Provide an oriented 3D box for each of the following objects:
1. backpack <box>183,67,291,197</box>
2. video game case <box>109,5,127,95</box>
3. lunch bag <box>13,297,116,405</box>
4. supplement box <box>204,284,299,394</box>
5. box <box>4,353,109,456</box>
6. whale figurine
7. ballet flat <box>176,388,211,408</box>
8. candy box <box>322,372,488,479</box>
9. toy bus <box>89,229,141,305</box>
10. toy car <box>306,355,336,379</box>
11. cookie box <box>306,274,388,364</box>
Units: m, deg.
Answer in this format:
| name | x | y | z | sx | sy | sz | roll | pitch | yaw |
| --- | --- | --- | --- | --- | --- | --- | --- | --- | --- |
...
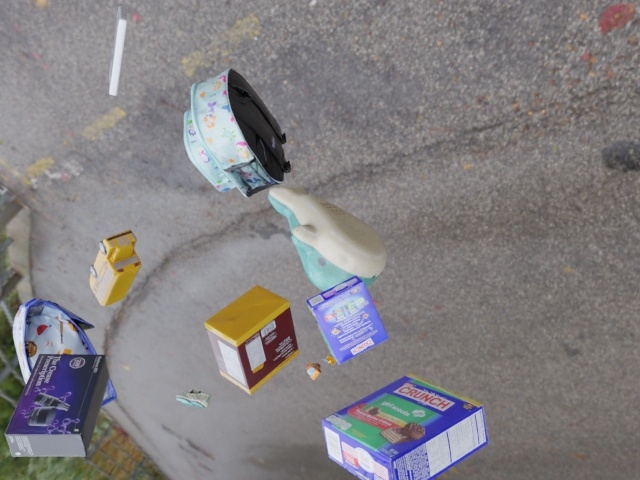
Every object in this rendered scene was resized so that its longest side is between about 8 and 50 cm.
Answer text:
| name | x | y | z | sx | sy | sz | roll | pitch | yaw |
| --- | --- | --- | --- | --- | --- | --- | --- | --- | --- |
| backpack | -0.198 | -0.244 | 1.345 | 0.191 | 0.225 | 0.253 | -15 | 147 | 11 |
| video game case | -0.524 | -0.492 | 1.553 | 0.022 | 0.191 | 0.173 | 7 | -152 | -23 |
| lunch bag | -0.837 | 0.363 | 1.920 | 0.327 | 0.238 | 0.386 | -16 | 101 | 59 |
| supplement box | -0.177 | 0.262 | 1.611 | 0.129 | 0.191 | 0.194 | 22 | 134 | 38 |
| box | -0.679 | 0.426 | 1.580 | 0.184 | 0.261 | 0.103 | 3 | 127 | -7 |
| whale figurine | 0.000 | 0.000 | 1.195 | 0.272 | 0.216 | 0.141 | 40 | 114 | 21 |
| ballet flat | -0.407 | 0.511 | 1.957 | 0.168 | 0.052 | 0.057 | -4 | 137 | 46 |
| candy box | 0.211 | 0.475 | 1.505 | 0.268 | 0.317 | 0.122 | 10 | 111 | 54 |
| toy bus | -0.718 | 0.098 | 2.107 | 0.130 | 0.108 | 0.333 | 57 | 140 | 12 |
| toy car | -0.001 | 0.361 | 1.781 | 0.040 | 0.060 | 0.122 | 35 | 120 | -13 |
| cookie box | 0.042 | 0.123 | 0.932 | 0.107 | 0.091 | 0.040 | 66 | 174 | -18 |
